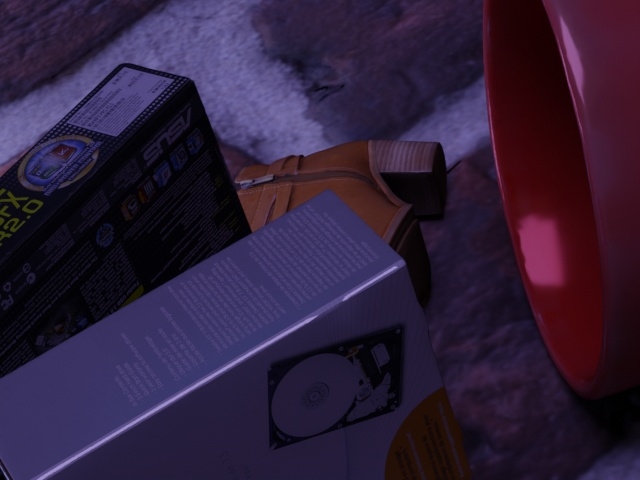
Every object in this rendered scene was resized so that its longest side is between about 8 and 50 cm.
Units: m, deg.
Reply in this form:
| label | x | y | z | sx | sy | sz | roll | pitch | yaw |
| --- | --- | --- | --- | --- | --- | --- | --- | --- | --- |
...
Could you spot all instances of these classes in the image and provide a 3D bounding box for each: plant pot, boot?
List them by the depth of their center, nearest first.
| label | x | y | z | sx | sy | sz | roll | pitch | yaw |
| --- | --- | --- | --- | --- | --- | --- | --- | --- | --- |
| plant pot | 0.244 | -0.063 | 1.062 | 0.243 | 0.275 | 0.275 | -11 | 39 | -4 |
| boot | 0.000 | 0.000 | 1.227 | 0.152 | 0.073 | 0.197 | -5 | 30 | 16 |

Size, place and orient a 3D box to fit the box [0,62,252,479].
| label | x | y | z | sx | sy | sz | roll | pitch | yaw |
| --- | --- | --- | --- | --- | --- | --- | --- | --- | --- |
| box | -0.144 | 0.061 | 1.057 | 0.060 | 0.216 | 0.270 | 17 | 52 | 35 |

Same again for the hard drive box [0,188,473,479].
| label | x | y | z | sx | sy | sz | roll | pitch | yaw |
| --- | --- | --- | --- | --- | --- | --- | --- | --- | --- |
| hard drive box | -0.049 | 0.111 | 0.986 | 0.232 | 0.181 | 0.089 | -31 | 41 | -12 |
